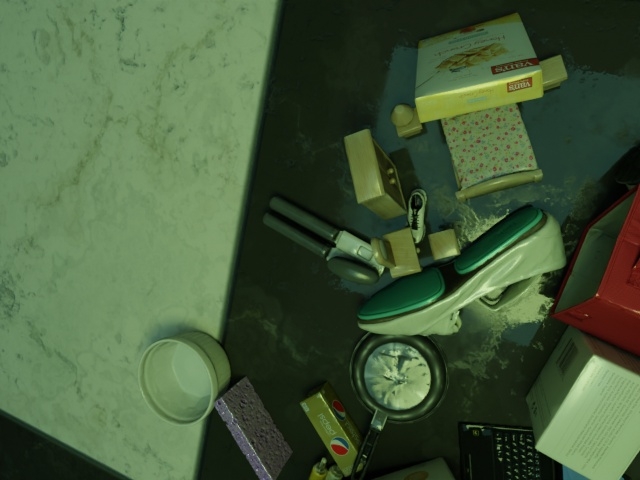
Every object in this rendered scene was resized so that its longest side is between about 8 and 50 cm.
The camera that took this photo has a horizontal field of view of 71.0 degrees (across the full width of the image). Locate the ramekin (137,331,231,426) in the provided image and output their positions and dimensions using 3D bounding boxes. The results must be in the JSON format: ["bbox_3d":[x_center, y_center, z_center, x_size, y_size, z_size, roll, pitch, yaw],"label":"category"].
[{"bbox_3d":[-0.309,0.313,1.053,0.207,0.109,0.207,3,98,20],"label":"ramekin"}]

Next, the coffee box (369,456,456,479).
[{"bbox_3d":[0.138,0.638,0.754,0.337,0.334,0.338,-19,84,2],"label":"coffee box"}]

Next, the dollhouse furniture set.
[{"bbox_3d":[0.241,-0.129,0.720,0.355,0.174,0.303,-16,75,21],"label":"dollhouse furniture set"}]

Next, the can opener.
[{"bbox_3d":[0.000,0.000,0.906,0.283,0.095,0.076,29,105,14],"label":"can opener"}]

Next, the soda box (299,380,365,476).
[{"bbox_3d":[0.035,0.402,0.963,0.058,0.061,0.181,-35,84,20],"label":"soda box"}]

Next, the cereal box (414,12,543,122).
[{"bbox_3d":[0.242,-0.280,0.717,0.173,0.240,0.047,-8,130,20],"label":"cereal box"}]

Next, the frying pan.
[{"bbox_3d":[0.110,0.312,0.899,0.197,0.053,0.326,45,94,14],"label":"frying pan"}]

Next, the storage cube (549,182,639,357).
[{"bbox_3d":[0.489,0.063,0.654,0.193,0.215,0.183,26,78,15],"label":"storage cube"}]

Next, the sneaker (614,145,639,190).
[{"bbox_3d":[0.667,-0.136,0.640,0.410,0.158,0.182,-31,103,24],"label":"sneaker"}]

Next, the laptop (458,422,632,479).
[{"bbox_3d":[0.387,0.477,0.803,0.264,0.136,0.234,-3,95,20],"label":"laptop"}]

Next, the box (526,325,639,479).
[{"bbox_3d":[0.439,0.255,0.731,0.119,0.181,0.182,26,105,16],"label":"box"}]

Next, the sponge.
[{"bbox_3d":[-0.146,0.420,1.002,0.031,0.117,0.210,-36,84,18],"label":"sponge"}]

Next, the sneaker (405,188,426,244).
[{"bbox_3d":[0.181,-0.044,0.863,0.040,0.044,0.109,3,99,18],"label":"sneaker"}]

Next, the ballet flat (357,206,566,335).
[{"bbox_3d":[0.255,0.095,0.818,0.400,0.139,0.139,-34,85,20],"label":"ballet flat"}]

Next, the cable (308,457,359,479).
[{"bbox_3d":[-0.008,0.604,1.024,0.139,0.072,0.287,33,120,-4],"label":"cable"}]
